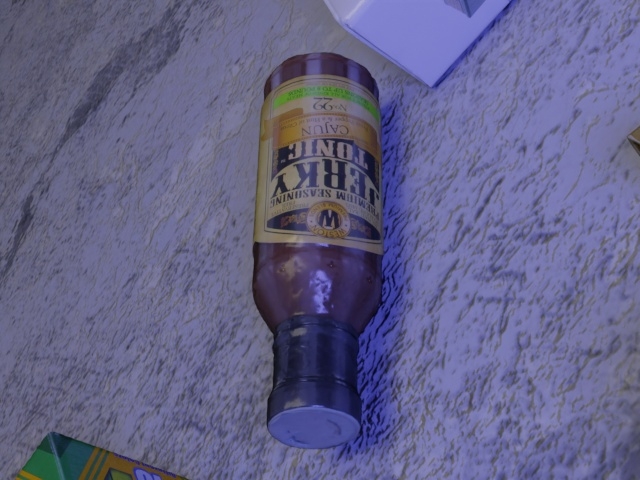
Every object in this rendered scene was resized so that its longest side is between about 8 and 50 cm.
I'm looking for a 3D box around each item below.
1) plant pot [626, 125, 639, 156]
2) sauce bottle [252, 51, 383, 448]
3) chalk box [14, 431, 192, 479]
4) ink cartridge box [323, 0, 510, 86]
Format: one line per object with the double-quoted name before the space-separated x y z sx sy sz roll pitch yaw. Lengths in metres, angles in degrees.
"plant pot" 0.251 -0.054 0.667 0.083 0.081 0.081 -46 34 0
"sauce bottle" 0.000 0.000 0.922 0.111 0.111 0.344 -31 45 36
"chalk box" -0.141 0.309 0.810 0.179 0.180 0.289 -54 35 9
"ink cartridge box" 0.118 -0.301 0.987 0.273 0.115 0.198 -47 35 18
